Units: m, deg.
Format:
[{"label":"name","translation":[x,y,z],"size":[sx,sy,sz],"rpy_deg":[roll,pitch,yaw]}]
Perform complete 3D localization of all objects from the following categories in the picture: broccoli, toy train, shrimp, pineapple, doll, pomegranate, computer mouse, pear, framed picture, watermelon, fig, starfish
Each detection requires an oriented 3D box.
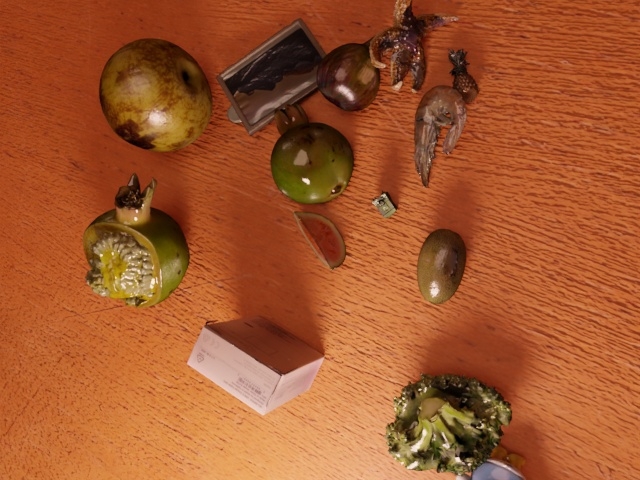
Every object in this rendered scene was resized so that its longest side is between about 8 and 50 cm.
[{"label":"broccoli","translation":[0.252,0.361,1.072],"size":[0.226,0.176,0.198],"rpy_deg":[-35,46,45]},{"label":"toy train","translation":[0.143,-0.079,1.195],"size":[0.038,0.093,0.056],"rpy_deg":[-34,89,13]},{"label":"shrimp","translation":[0.256,-0.226,1.175],"size":[0.126,0.047,0.224],"rpy_deg":[9,95,43]},{"label":"pineapple","translation":[0.308,-0.365,1.187],"size":[0.058,0.058,0.125],"rpy_deg":[-16,66,18]},{"label":"doll","translation":[0.324,0.514,1.032],"size":[0.135,0.098,0.241],"rpy_deg":[35,65,-9]},{"label":"pomegranate","translation":[-0.026,-0.208,1.233],"size":[0.189,0.159,0.241],"rpy_deg":[2,81,19]},{"label":"computer mouse","translation":[-0.190,-0.344,1.369],"size":[0.055,0.032,0.110],"rpy_deg":[35,90,15]},{"label":"pear","translation":[-0.407,-0.348,1.322],"size":[0.283,0.283,0.284],"rpy_deg":[-2,85,20]},{"label":"framed picture","translation":[-0.112,-0.407,1.335],"size":[0.265,0.018,0.192],"rpy_deg":[-34,74,6]},{"label":"watermelon","translation":[-0.002,0.006,1.255],"size":[0.163,0.086,0.069],"rpy_deg":[57,135,16]},{"label":"fig","translation":[0.102,-0.410,1.225],"size":[0.149,0.149,0.245],"rpy_deg":[39,87,19]},{"label":"starfish","translation":[0.201,-0.449,1.191],"size":[0.071,0.215,0.238],"rpy_deg":[27,124,56]},{"label":"pomegranate","translation":[-0.443,0.006,1.307],"size":[0.260,0.260,0.341],"rpy_deg":[28,119,20]}]

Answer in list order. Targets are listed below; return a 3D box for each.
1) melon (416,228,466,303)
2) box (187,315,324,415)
[{"label":"melon","translation":[0.254,0.055,1.140],"size":[0.099,0.099,0.162],"rpy_deg":[11,93,20]},{"label":"box","translation":[-0.131,0.259,1.180],"size":[0.203,0.251,0.106],"rpy_deg":[26,97,19]}]
